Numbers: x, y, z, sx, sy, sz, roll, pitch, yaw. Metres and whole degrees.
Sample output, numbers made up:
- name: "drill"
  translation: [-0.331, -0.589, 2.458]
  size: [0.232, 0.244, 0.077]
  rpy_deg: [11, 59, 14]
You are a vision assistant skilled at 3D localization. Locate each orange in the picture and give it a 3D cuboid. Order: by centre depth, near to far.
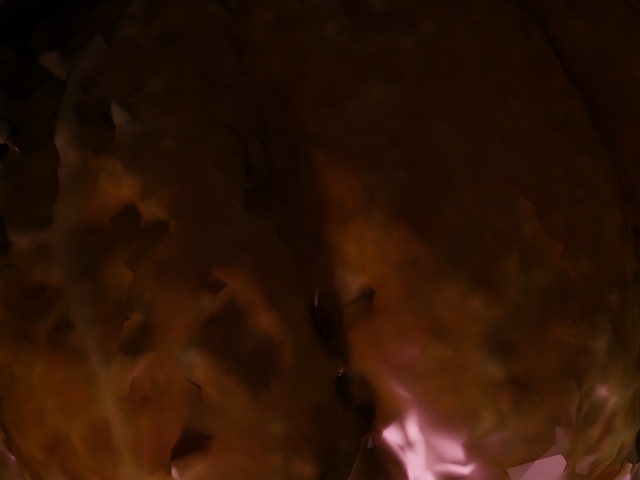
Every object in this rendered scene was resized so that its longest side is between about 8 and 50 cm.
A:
- name: "orange"
  translation: [0.000, 0.000, 0.608]
  size: [0.300, 0.223, 0.301]
  rpy_deg: [-21, -178, -2]
